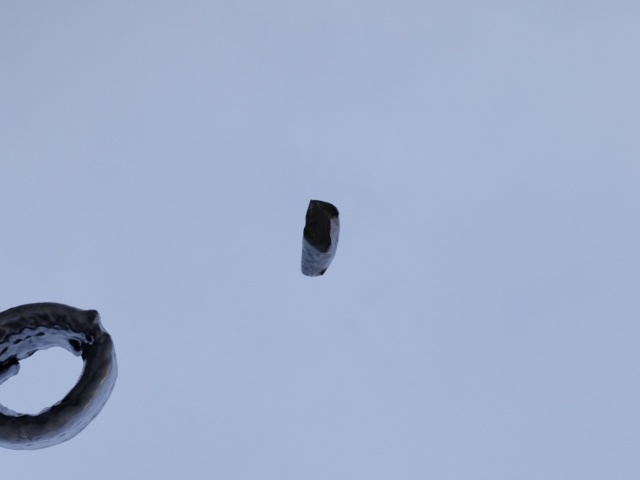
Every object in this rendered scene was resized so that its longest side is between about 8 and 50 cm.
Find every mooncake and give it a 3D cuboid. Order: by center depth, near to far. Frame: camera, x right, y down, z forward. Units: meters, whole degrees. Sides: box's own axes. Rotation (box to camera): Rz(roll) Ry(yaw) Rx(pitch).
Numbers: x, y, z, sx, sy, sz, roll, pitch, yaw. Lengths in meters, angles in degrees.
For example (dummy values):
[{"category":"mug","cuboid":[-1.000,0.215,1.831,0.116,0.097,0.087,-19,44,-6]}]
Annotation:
[{"category":"mooncake","cuboid":[0.000,0.000,1.374,0.073,0.125,0.129,10,-126,2]}]

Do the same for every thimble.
[{"category":"thimble","cuboid":[-0.447,0.215,1.086,0.246,0.157,0.217,-33,-99,-24]}]
